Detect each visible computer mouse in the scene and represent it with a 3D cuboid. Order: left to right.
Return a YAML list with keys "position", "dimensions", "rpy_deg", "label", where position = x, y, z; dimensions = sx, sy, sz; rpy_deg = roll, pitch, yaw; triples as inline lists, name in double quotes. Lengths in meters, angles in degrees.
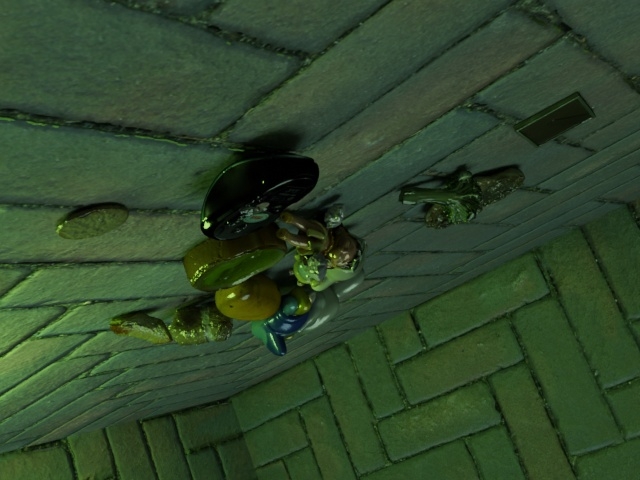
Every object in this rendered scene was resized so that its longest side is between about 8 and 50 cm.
- position: [-0.109, -0.085, 1.254]
  dimensions: [0.233, 0.096, 0.137]
  rpy_deg: [-34, 166, 27]
  label: "computer mouse"

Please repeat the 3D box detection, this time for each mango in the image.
- position: [-0.186, 0.139, 1.925]
  dimensions: [0.157, 0.108, 0.262]
  rpy_deg: [-13, 160, 5]
  label: "mango"

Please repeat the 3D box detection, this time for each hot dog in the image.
- position: [-0.451, 0.214, 1.899]
  dimensions: [0.169, 0.061, 0.078]
  rpy_deg: [22, 133, -31]
  label: "hot dog"

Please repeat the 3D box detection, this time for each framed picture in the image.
- position: [0.515, -0.260, 1.654]
  dimensions: [0.150, 0.015, 0.203]
  rpy_deg: [-29, 163, 25]
  label: "framed picture"

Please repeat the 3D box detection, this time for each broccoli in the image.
- position: [0.276, -0.102, 1.752]
  dimensions: [0.204, 0.118, 0.122]
  rpy_deg: [3, 167, -23]
  label: "broccoli"

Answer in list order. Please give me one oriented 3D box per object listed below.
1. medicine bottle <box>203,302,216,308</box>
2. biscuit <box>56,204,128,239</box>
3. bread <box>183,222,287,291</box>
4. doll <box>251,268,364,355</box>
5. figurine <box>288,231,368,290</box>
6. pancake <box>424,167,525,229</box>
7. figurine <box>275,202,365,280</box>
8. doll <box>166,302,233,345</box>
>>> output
- position: [-0.311, 0.227, 2.154]
  dimensions: [0.090, 0.053, 0.208]
  rpy_deg: [-12, 162, -26]
  label: "medicine bottle"
- position: [-0.372, -0.029, 1.235]
  dimensions: [0.120, 0.015, 0.120]
  rpy_deg: [-20, 166, -5]
  label: "biscuit"
- position: [-0.183, 0.037, 1.630]
  dimensions: [0.236, 0.070, 0.236]
  rpy_deg: [-21, 166, -6]
  label: "bread"
- position: [-0.083, 0.200, 2.192]
  dimensions: [0.376, 0.187, 0.366]
  rpy_deg: [-57, 161, 19]
  label: "doll"
- position: [-0.001, 0.069, 1.897]
  dimensions: [0.155, 0.127, 0.235]
  rpy_deg: [-33, 179, -41]
  label: "figurine"
- position: [0.397, -0.109, 1.961]
  dimensions: [0.282, 0.049, 0.282]
  rpy_deg: [-21, 165, -6]
  label: "pancake"
- position: [0.000, 0.000, 1.642]
  dimensions: [0.116, 0.174, 0.240]
  rpy_deg: [15, 174, 31]
  label: "figurine"
- position: [-0.337, 0.225, 2.008]
  dimensions: [0.221, 0.105, 0.115]
  rpy_deg: [-6, -173, 18]
  label: "doll"
